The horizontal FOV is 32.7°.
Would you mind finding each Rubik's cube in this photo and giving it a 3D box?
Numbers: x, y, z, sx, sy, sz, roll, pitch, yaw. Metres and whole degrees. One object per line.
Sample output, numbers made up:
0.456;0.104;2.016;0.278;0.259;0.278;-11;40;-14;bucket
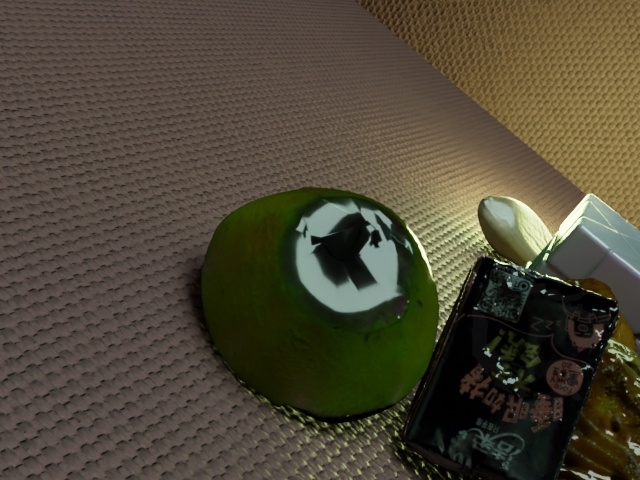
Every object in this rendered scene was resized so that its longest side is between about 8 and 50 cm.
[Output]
0.566;0.140;2.249;0.319;0.316;0.322;39;21;5;Rubik's cube

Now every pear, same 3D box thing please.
0.024;0.056;1.603;0.399;0.165;0.398;13;52;-17;pear

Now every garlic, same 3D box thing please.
0.498;0.010;2.669;0.318;0.112;0.143;43;44;-3;garlic

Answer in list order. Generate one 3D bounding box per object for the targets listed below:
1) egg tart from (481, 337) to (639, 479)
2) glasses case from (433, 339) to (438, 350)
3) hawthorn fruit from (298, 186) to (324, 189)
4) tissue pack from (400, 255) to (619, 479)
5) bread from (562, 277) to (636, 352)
0.397;0.304;1.759;0.352;0.339;0.153;-2;-13;-4;egg tart
0.225;0.251;1.883;0.072;0.042;0.190;33;21;-32;glasses case
-0.003;-0.018;1.928;0.189;0.149;0.149;29;24;-18;hawthorn fruit
0.287;0.207;1.662;0.245;0.332;0.123;21;-16;14;tissue pack
0.429;0.201;1.984;0.172;0.312;0.312;48;19;-17;bread
